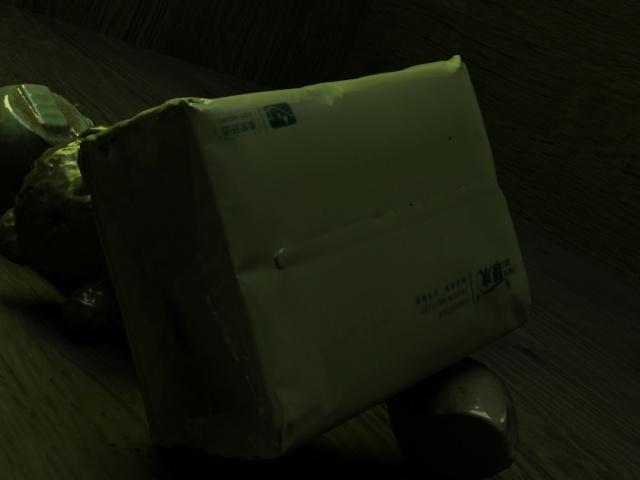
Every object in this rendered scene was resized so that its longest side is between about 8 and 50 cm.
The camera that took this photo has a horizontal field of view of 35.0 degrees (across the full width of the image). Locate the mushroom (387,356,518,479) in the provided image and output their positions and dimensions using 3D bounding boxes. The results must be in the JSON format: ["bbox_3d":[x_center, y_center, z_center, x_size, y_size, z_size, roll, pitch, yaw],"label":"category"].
[{"bbox_3d":[0.127,0.170,1.092,0.128,0.128,0.350,21,5,-11],"label":"mushroom"}]

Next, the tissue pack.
[{"bbox_3d":[0.000,0.000,0.947,0.207,0.297,0.380,-11,7,45],"label":"tissue pack"}]

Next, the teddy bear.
[{"bbox_3d":[-0.192,0.000,1.069,0.267,0.236,0.151,43,-18,-8],"label":"teddy bear"}]

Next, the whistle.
[{"bbox_3d":[-0.331,-0.049,1.213,0.347,0.189,0.189,52,24,21],"label":"whistle"}]
